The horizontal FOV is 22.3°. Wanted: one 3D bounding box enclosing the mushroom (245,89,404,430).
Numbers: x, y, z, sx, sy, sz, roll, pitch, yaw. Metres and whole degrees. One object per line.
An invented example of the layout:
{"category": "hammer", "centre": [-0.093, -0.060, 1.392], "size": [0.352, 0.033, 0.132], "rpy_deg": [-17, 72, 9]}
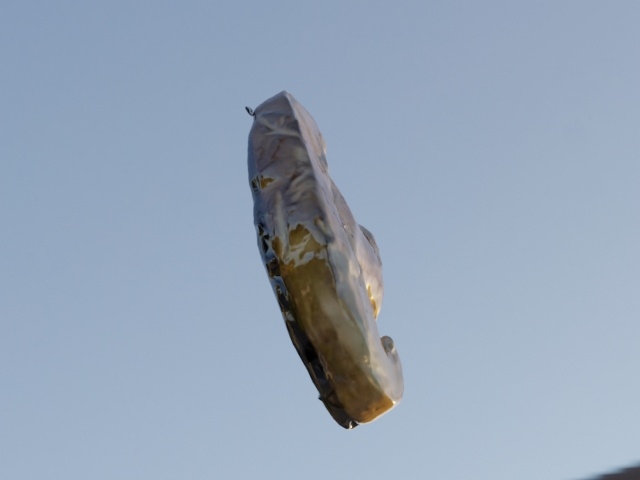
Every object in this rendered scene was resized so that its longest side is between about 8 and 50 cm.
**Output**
{"category": "mushroom", "centre": [0.000, 0.000, 0.399], "size": [0.019, 0.101, 0.049], "rpy_deg": [-25, -38, 13]}
